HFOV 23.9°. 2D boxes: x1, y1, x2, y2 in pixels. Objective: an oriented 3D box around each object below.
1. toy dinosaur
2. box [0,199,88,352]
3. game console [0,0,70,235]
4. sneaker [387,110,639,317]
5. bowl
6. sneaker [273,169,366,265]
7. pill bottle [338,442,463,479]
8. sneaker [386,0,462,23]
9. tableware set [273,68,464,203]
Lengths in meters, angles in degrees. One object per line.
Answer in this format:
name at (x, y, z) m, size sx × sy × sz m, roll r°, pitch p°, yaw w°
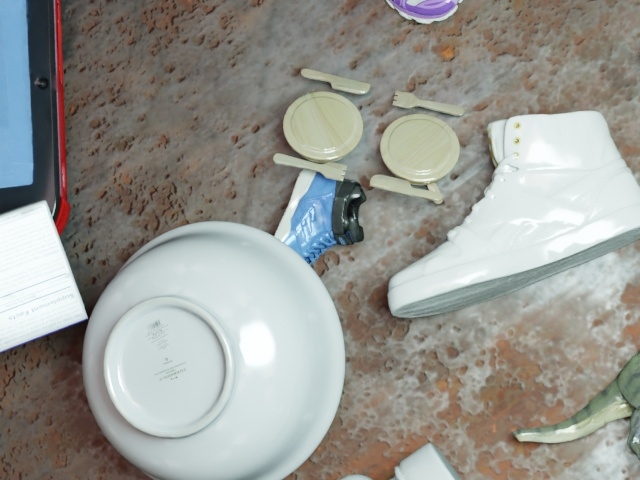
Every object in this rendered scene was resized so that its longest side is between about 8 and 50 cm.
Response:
toy dinosaur at (0.340, 0.163, 1.548) m, size 0.268 × 0.064 × 0.118 m, roll -38°, pitch 63°, yaw 2°
box at (-0.332, 0.041, 1.602) m, size 0.126 × 0.072 × 0.137 m, roll -21°, pitch 97°, yaw -21°
game console at (-0.456, -0.157, 1.730) m, size 0.342 × 0.060 × 0.386 m, roll -5°, pitch 80°, yaw 8°
sneaker at (0.185, -0.036, 1.588) m, size 0.292 × 0.108 × 0.169 m, roll -21°, pitch 76°, yaw -5°
bowl at (-0.132, 0.127, 1.565) m, size 0.298 × 0.134 × 0.298 m, roll 0°, pitch 90°, yaw 17°
sneaker at (0.000, 0.000, 1.629) m, size 0.084 × 0.058 × 0.152 m, roll 16°, pitch 77°, yaw 20°
pill bottle at (0.021, 0.347, 1.510) m, size 0.318 × 0.176 × 0.176 m, roll -37°, pitch 77°, yaw 2°
sneaker at (0.079, -0.300, 1.659) m, size 0.170 × 0.071 × 0.068 m, roll 35°, pitch 88°, yaw 12°
tableware set at (0.054, -0.105, 1.644) m, size 0.194 × 0.039 × 0.128 m, roll 14°, pitch 62°, yaw 6°
